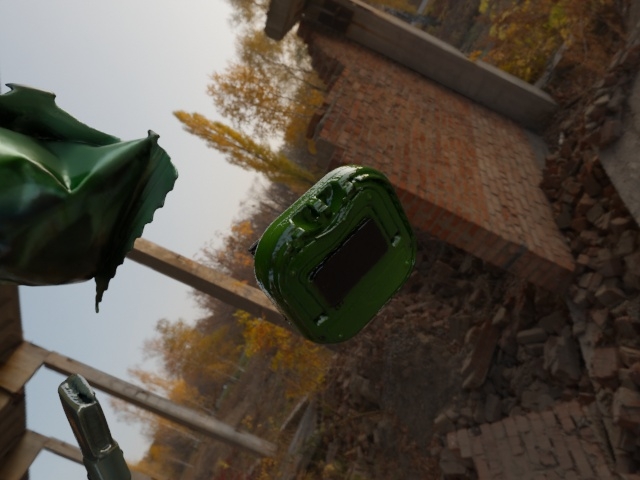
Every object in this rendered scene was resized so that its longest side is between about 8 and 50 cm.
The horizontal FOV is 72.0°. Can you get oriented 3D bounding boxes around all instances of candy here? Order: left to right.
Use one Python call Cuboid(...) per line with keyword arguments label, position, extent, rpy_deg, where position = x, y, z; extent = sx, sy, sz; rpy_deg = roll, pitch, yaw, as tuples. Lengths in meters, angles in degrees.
Cuboid(label="candy", position=(-0.396, -0.045, 0.465), extent=(0.262, 0.398, 0.172), rpy_deg=(-57, 48, 26))

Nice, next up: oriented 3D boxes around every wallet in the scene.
Cuboid(label="wallet", position=(-0.518, 0.507, 1.037), extent=(0.083, 0.359, 0.252), rpy_deg=(-23, 12, -36))

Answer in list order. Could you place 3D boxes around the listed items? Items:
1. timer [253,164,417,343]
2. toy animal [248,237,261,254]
Cuboid(label="timer", position=(0.019, 0.014, 0.369), extent=(0.140, 0.128, 0.047), rpy_deg=(-43, 35, -16))
Cuboid(label="toy animal", position=(0.005, 0.019, 0.736), extent=(0.243, 0.260, 0.087), rpy_deg=(156, 99, -73))
